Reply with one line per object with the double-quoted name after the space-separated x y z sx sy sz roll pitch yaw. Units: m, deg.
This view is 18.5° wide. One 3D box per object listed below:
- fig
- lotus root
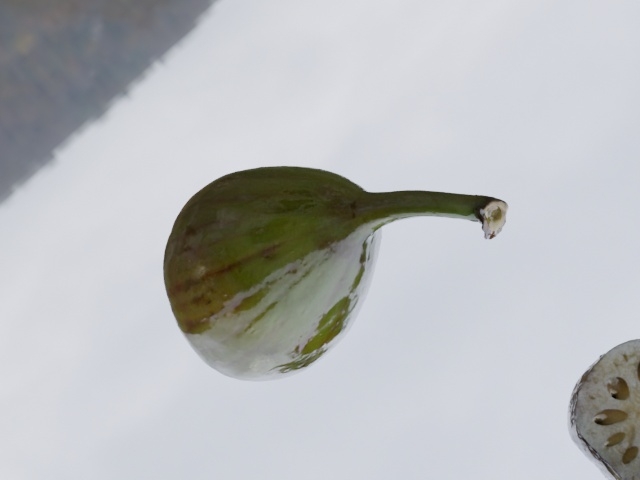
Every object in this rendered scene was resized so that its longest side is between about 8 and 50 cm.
0.000 0.000 1.370 0.259 0.151 0.151 -28 -161 42 "fig"
0.246 0.132 1.445 0.112 0.122 0.081 -41 167 -6 "lotus root"
